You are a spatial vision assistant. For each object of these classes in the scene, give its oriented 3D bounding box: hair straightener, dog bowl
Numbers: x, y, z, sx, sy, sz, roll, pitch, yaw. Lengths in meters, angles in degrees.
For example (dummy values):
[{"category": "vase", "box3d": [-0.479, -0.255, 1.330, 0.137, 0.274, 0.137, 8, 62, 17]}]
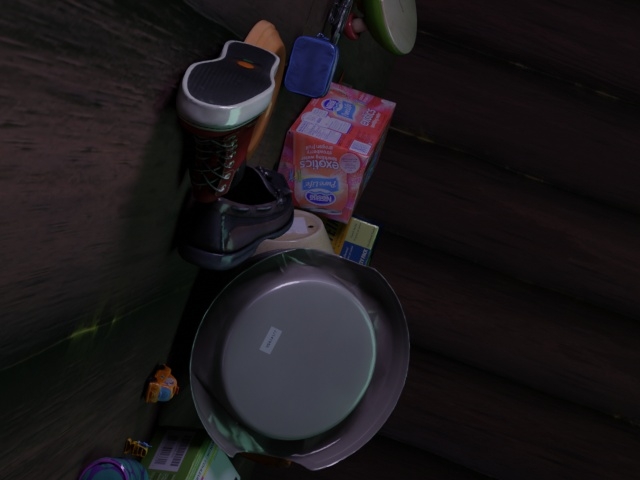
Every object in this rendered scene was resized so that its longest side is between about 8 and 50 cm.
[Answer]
[{"category": "hair straightener", "box3d": [0.039, -0.421, 1.841, 0.089, 0.047, 0.231, -35, 149, -81]}, {"category": "dog bowl", "box3d": [-0.042, 0.170, 1.642, 0.102, 0.348, 0.349, 24, -85, 65]}]

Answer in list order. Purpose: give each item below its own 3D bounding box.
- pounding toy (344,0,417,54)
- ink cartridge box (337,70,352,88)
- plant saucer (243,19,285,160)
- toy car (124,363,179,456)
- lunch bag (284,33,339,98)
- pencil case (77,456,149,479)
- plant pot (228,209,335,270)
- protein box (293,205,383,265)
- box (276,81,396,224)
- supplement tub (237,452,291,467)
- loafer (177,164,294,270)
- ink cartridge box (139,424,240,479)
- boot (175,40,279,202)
[{"category": "pounding toy", "box3d": [0.097, -0.464, 2.073, 0.183, 0.110, 0.237, -38, 119, -61]}, {"category": "ink cartridge box", "box3d": [0.046, -0.308, 2.375, 0.115, 0.029, 0.063, 103, 9, -56]}, {"category": "plant saucer", "box3d": [-0.087, -0.177, 1.380, 0.200, 0.037, 0.200, 20, 90, -85]}, {"category": "toy car", "box3d": [-0.222, 0.231, 1.471, 0.060, 0.040, 0.122, -46, 154, -79]}, {"category": "lunch bag", "box3d": [-0.012, -0.269, 1.671, 0.065, 0.067, 0.099, -43, 151, -80]}, {"category": "pencil case", "box3d": [-0.247, 0.296, 1.315, 0.152, 0.064, 0.070, 84, 10, -78]}, {"category": "plant pot", "box3d": [-0.058, 0.097, 1.792, 0.256, 0.256, 0.274, -61, 154, -62]}, {"category": "protein box", "box3d": [0.000, 0.000, 2.066, 0.200, 0.201, 0.136, -20, 129, -84]}, {"category": "box", "box3d": [0.028, -0.170, 2.019, 0.300, 0.154, 0.142, -64, 173, -62]}, {"category": "supplement tub", "box3d": [-0.080, 0.288, 2.287, 0.207, 0.207, 0.338, 99, 12, -64]}, {"category": "loafer", "box3d": [-0.095, -0.053, 1.423, 0.302, 0.109, 0.095, -52, 157, -66]}, {"category": "ink cartridge box", "box3d": [-0.191, 0.430, 1.646, 0.255, 0.097, 0.189, 65, 36, -39]}, {"category": "boot", "box3d": [-0.110, -0.103, 1.161, 0.244, 0.088, 0.176, -67, 177, -69]}]
